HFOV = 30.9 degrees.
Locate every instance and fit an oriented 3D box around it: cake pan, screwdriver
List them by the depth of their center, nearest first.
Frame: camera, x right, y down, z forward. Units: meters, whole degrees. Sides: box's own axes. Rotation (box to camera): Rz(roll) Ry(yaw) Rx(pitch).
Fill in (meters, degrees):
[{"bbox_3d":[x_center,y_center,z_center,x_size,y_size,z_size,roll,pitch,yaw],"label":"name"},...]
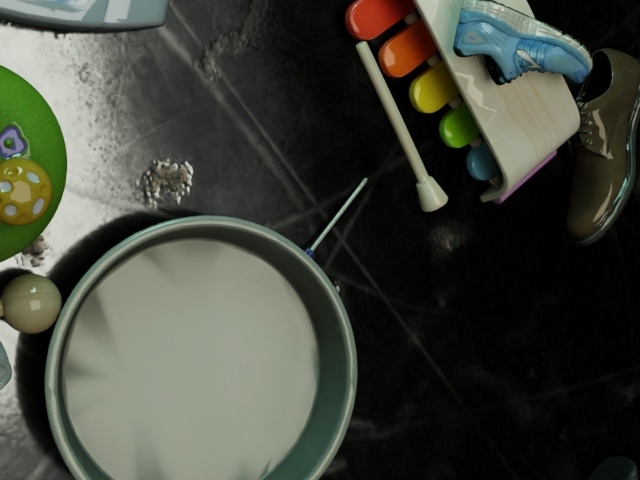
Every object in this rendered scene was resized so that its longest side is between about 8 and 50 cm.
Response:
[{"bbox_3d":[-0.109,0.124,1.069,0.293,0.054,0.293,0,89,-22],"label":"cake pan"},{"bbox_3d":[0.000,0.000,1.158,0.170,0.025,0.024,-50,116,-15],"label":"screwdriver"}]

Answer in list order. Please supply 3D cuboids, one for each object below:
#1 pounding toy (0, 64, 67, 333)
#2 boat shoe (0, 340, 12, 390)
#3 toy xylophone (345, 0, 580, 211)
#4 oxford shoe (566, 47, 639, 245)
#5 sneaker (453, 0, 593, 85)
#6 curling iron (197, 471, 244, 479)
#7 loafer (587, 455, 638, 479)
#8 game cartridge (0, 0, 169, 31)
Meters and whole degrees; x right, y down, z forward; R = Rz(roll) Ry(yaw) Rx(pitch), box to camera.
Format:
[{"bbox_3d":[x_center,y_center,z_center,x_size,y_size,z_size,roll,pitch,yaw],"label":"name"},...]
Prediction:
[{"bbox_3d":[-0.284,-0.033,0.945,0.183,0.110,0.237,-1,96,-29],"label":"pounding toy"},{"bbox_3d":[-0.355,0.148,0.942,0.227,0.079,0.081,-31,134,-11],"label":"boat shoe"},{"bbox_3d":[0.138,-0.175,1.182,0.236,0.081,0.322,-31,110,-23],"label":"toy xylophone"},{"bbox_3d":[0.300,-0.107,1.288,0.096,0.083,0.227,21,75,-24],"label":"oxford shoe"},{"bbox_3d":[0.195,-0.185,1.142,0.162,0.063,0.073,17,106,-26],"label":"sneaker"},{"bbox_3d":[-0.066,0.336,1.152,0.068,0.035,0.274,-30,109,-23],"label":"curling iron"},{"bbox_3d":[0.319,0.331,1.355,0.170,0.062,0.061,-39,117,-19],"label":"loafer"},{"bbox_3d":[-0.254,-0.285,0.968,0.297,0.062,0.198,11,86,-30],"label":"game cartridge"}]
